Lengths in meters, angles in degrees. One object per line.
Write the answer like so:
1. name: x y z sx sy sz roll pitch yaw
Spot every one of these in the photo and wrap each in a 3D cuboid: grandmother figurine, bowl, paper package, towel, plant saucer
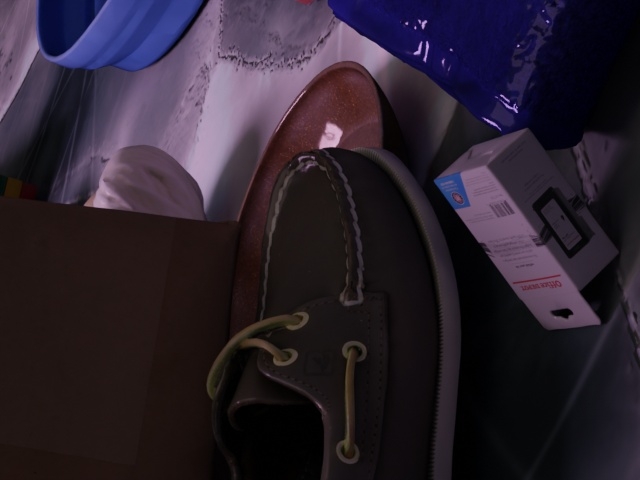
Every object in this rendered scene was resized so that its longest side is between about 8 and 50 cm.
1. grandmother figurine: -0.173 0.074 1.298 0.342 0.104 0.208 -60 34 35
2. bowl: -0.129 -0.321 1.517 0.391 0.077 0.391 -50 31 45
3. paper package: -0.149 0.176 0.959 0.309 0.168 0.325 108 167 -65
4. towel: 0.123 -0.206 0.844 0.308 0.076 0.227 -66 30 14
5. plant saucer: 0.000 0.000 1.018 0.198 0.036 0.198 -50 31 46

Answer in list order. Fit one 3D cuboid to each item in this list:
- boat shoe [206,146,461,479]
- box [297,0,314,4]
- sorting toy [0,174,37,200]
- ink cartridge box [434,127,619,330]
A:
1. boat shoe: 0.001 0.084 0.834 0.109 0.091 0.305 -37 48 47
2. box: -0.045 -0.230 1.118 0.130 0.170 0.091 -27 48 61
3. sorting toy: -0.354 0.057 1.752 0.257 0.089 0.255 -21 55 62
4. ink cartridge box: 0.091 -0.003 0.776 0.028 0.083 0.048 -41 11 -22
